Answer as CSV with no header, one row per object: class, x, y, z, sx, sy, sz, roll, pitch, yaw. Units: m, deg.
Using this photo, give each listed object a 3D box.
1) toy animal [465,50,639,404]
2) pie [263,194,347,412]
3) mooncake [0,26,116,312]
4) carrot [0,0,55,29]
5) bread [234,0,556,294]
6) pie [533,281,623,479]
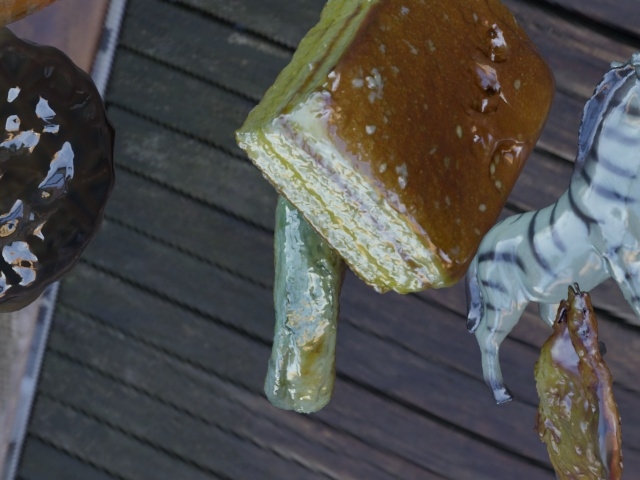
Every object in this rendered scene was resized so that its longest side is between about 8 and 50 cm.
toy animal,0.166,-0.004,0.799,0.217,0.073,0.176,-28,90,36
pie,-0.001,0.007,1.134,0.066,0.302,0.303,7,114,4
mooncake,-0.330,-0.066,1.165,0.161,0.290,0.290,19,121,46
carrot,-0.096,-0.182,0.698,0.057,0.224,0.057,46,153,31
bread,0.070,-0.097,0.926,0.110,0.234,0.184,-16,125,46
pie,0.142,0.103,0.702,0.033,0.088,0.191,-18,149,-4
